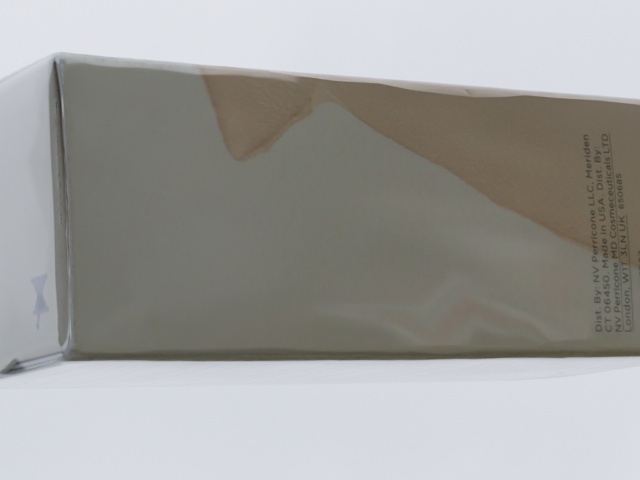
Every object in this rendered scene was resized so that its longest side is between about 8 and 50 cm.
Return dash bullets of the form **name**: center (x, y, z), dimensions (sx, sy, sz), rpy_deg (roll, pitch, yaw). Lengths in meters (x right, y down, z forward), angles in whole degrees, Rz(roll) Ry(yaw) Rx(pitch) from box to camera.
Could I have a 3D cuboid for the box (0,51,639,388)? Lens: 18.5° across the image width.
- **box**: center (0.000, 0.000, 0.861), dimensions (0.311, 0.121, 0.148), rpy_deg (2, -9, -32)
